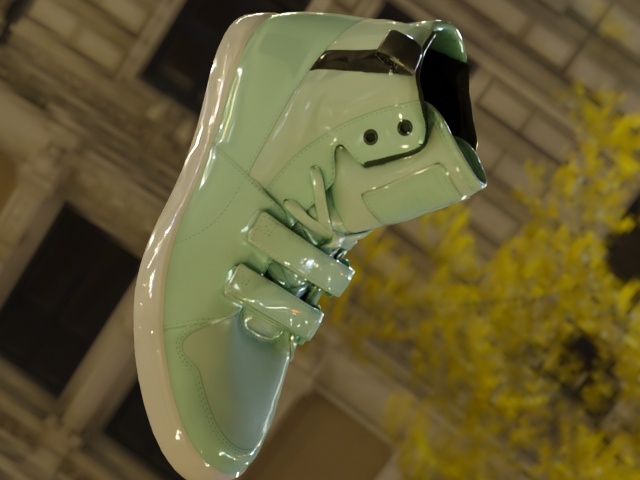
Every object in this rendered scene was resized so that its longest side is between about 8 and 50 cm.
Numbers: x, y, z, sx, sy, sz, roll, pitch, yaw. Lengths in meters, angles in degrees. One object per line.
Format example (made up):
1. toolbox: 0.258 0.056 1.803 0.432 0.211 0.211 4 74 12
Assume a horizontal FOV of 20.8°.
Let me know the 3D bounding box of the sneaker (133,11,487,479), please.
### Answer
1. sneaker: 0.000 -0.001 0.870 0.151 0.256 0.094 0 162 36
